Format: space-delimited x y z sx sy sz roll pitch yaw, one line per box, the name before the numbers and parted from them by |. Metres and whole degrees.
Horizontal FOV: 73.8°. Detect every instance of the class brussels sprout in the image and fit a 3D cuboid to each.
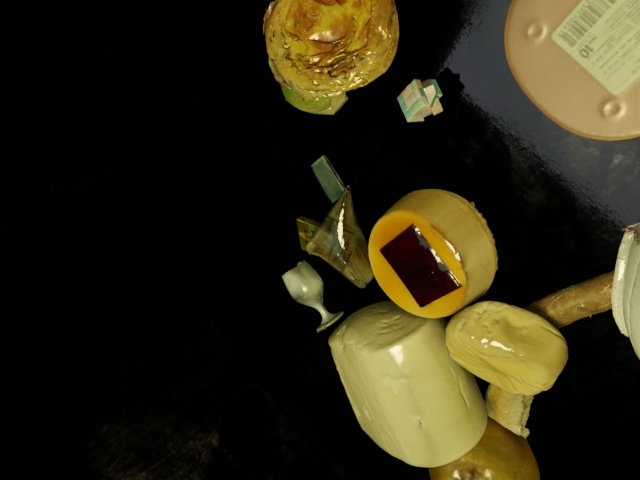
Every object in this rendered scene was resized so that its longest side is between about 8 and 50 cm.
brussels sprout | -0.025 -0.382 1.035 0.183 0.145 0.131 63 174 2

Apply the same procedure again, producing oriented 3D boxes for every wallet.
wallet | 0.026 -0.176 1.226 0.129 0.026 0.088 59 151 -2

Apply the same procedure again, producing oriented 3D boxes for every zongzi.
zongzi | 0.102 -0.005 1.211 0.221 0.112 0.242 39 125 6

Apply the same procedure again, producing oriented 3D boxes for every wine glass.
wine glass | -0.030 0.193 1.507 0.241 0.126 0.126 56 147 1

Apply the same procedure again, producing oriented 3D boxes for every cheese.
cheese | 0.370 0.222 0.873 0.226 0.117 0.214 20 147 23

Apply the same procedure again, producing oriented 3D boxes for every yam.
yam | 0.478 0.143 0.851 0.081 0.081 0.356 53 145 8

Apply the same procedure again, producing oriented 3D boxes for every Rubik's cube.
Rubik's cube | 0.211 -0.285 0.863 0.084 0.073 0.075 -8 92 60

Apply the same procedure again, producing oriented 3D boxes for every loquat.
loquat | 0.417 0.582 1.092 0.276 0.284 0.276 -3 85 31

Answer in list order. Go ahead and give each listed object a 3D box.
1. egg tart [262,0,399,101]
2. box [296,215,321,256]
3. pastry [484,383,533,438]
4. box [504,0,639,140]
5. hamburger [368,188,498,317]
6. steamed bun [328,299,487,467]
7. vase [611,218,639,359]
egg tart | 0.022 -0.430 0.904 0.297 0.132 0.297 2 97 16
box | 0.000 0.000 1.399 0.193 0.030 0.121 22 132 41
pastry | 0.455 0.353 1.033 0.121 0.089 0.258 13 125 35
box | 0.385 -0.272 0.517 0.301 0.216 0.301 33 138 36
hamburger | 0.249 0.025 0.961 0.300 0.176 0.300 28 132 37
steamed bun | 0.224 0.335 1.138 0.371 0.290 0.456 67 161 -2
vase | 0.575 0.171 0.609 0.250 0.250 0.445 8 128 50
